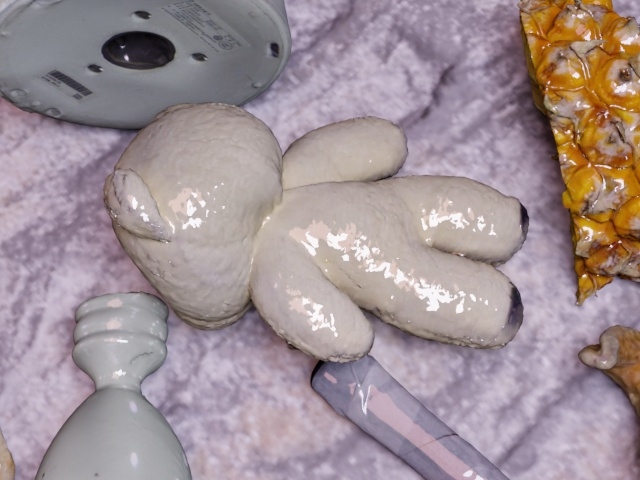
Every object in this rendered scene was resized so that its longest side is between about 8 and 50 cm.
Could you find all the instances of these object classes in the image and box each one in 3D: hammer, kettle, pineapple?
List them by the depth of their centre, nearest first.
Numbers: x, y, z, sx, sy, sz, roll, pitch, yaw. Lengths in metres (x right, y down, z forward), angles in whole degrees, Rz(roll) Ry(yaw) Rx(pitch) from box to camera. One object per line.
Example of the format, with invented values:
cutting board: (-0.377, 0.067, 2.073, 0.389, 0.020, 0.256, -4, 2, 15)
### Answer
hammer: (0.155, 0.211, 0.664, 0.427, 0.044, 0.152, 36, 77, 16)
pineapple: (0.179, -0.082, 0.715, 0.079, 0.135, 0.233, -14, 71, 1)
kettle: (-0.156, -0.251, 0.793, 0.205, 0.265, 0.318, 4, 67, -31)

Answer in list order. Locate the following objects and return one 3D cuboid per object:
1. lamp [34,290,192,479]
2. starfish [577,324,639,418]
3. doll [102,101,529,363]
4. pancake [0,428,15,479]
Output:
lamp: (-0.132, 0.129, 0.694, 0.106, 0.106, 0.193, -6, 60, 3)
starfish: (0.158, 0.226, 0.544, 0.324, 0.082, 0.432, 39, 54, 18)
doll: (-0.001, 0.004, 0.723, 0.278, 0.175, 0.149, 14, 114, 0)
pancake: (-0.279, 0.166, 0.729, 0.151, 0.025, 0.152, -2, 72, 5)
